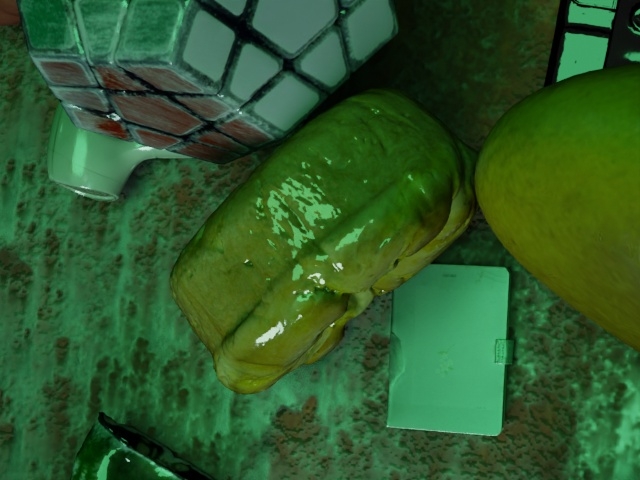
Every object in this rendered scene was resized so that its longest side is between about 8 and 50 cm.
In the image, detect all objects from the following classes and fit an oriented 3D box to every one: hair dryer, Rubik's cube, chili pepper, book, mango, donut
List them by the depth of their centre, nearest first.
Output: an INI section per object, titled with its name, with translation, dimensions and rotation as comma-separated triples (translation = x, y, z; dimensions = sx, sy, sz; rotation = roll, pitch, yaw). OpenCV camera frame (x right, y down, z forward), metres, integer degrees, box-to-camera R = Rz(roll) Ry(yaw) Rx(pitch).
[mango]
translation = 0.313, 0.006, 1.094
dimensions = 0.445, 0.301, 0.220
rotation = 22, 66, 25
[Rubik's cube]
translation = -0.088, -0.212, 1.195
dimensions = 0.319, 0.319, 0.264
rotation = -39, 104, 12
[donut]
translation = 0.000, 0.000, 1.214
dimensions = 0.261, 0.208, 0.128
rotation = -44, 81, 21
[book]
translation = 0.105, 0.086, 1.288
dimensions = 0.103, 0.017, 0.135
rotation = 2, 87, 20
[chili pepper]
translation = -0.193, 0.294, 1.333
dimensions = 0.136, 0.099, 0.270
rotation = 30, 91, -8
[hair dryer]
translation = -0.105, -0.128, 1.351
dimensions = 0.237, 0.075, 0.206
rotation = 9, 84, 10

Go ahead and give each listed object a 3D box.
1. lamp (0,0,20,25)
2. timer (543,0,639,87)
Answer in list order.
[lamp]
translation = -0.269, -0.275, 1.367
dimensions = 0.182, 0.140, 0.182
rotation = 6, 102, 33
[timer]
translation = 0.247, -0.134, 1.234
dimensions = 0.144, 0.055, 0.187
rotation = 11, 91, 17
